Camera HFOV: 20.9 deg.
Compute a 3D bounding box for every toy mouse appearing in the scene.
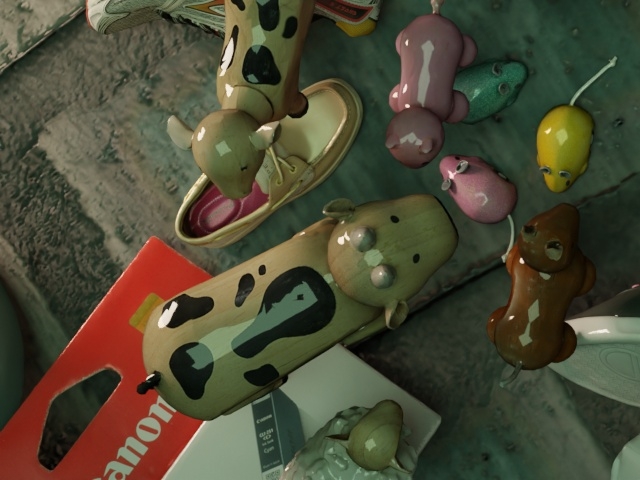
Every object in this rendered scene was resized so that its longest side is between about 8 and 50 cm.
[{"bbox_3d":[0.117,-0.070,1.225,0.143,0.031,0.161,17,102,15],"label":"toy mouse"}]

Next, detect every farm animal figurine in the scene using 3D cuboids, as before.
[{"bbox_3d":[0.000,0.000,1.113,0.330,0.172,0.327,45,102,8],"label":"farm animal figurine"}]

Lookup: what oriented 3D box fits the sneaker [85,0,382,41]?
[{"bbox_3d":[-0.063,-0.170,1.241,0.225,0.088,0.092,-6,97,19],"label":"sneaker"}]

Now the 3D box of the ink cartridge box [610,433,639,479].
[{"bbox_3d":[0.312,0.236,1.070,0.273,0.115,0.198,35,141,35],"label":"ink cartridge box"}]

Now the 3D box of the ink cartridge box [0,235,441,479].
[{"bbox_3d":[-0.104,0.174,1.236,0.261,0.066,0.296,35,77,7],"label":"ink cartridge box"}]

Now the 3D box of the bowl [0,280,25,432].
[{"bbox_3d":[-0.379,0.071,1.253,0.312,0.163,0.311,1,63,-1],"label":"bowl"}]

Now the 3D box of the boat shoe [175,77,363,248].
[{"bbox_3d":[-0.039,-0.051,1.264,0.170,0.059,0.063,-44,83,18],"label":"boat shoe"}]

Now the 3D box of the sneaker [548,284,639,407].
[{"bbox_3d":[0.283,0.027,1.158,0.296,0.146,0.104,-12,139,44],"label":"sneaker"}]
